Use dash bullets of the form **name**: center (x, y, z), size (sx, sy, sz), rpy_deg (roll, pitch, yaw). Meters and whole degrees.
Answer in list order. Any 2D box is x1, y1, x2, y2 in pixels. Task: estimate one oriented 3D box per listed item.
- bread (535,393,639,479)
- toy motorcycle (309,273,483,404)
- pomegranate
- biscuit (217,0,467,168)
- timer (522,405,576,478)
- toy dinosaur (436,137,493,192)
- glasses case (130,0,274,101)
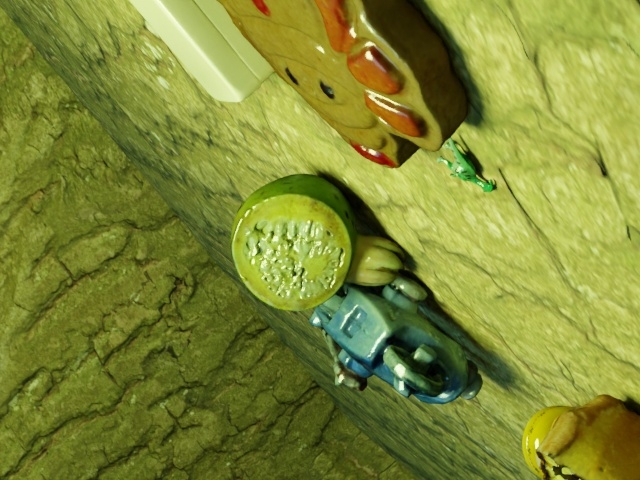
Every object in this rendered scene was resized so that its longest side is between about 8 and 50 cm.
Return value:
- **bread**: center (0.340, 0.259, 1.283), size (0.129, 0.134, 0.260), rpy_deg (28, 167, 27)
- **toy motorcycle**: center (0.124, 0.133, 1.655), size (0.319, 0.241, 0.182), rpy_deg (44, 131, 42)
- **pomegranate**: center (-0.007, -0.012, 1.580), size (0.159, 0.240, 0.190), rpy_deg (-70, -33, -67)
- **biscuit**: center (-0.006, -0.208, 1.053), size (0.359, 0.074, 0.381), rpy_deg (35, 162, 52)
- **timer**: center (0.322, 0.273, 1.472), size (0.107, 0.107, 0.109), rpy_deg (46, 166, -4)
- **toy dinosaur**: center (0.145, -0.072, 1.082), size (0.062, 0.021, 0.083), rpy_deg (36, 171, 12)
- **glasses case**: center (-0.186, -0.306, 1.330), size (0.313, 0.070, 0.131), rpy_deg (50, 169, -20)
